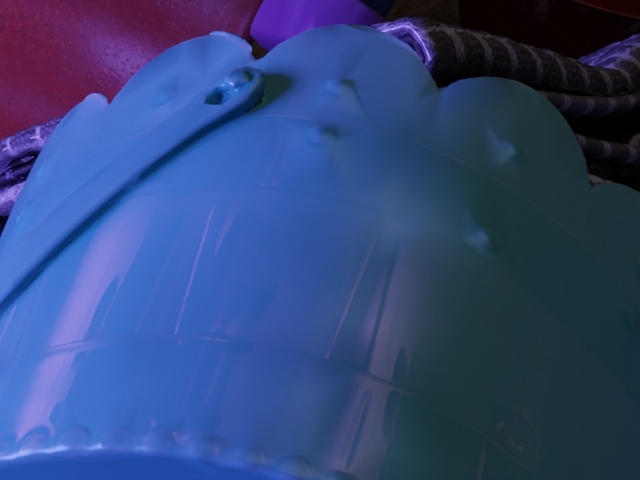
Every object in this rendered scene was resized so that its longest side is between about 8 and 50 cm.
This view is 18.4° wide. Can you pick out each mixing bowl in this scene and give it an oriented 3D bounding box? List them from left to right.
[{"bbox_3d":[0.173,-0.163,1.457,0.181,0.098,0.181,16,27,-8],"label":"mixing bowl"}]

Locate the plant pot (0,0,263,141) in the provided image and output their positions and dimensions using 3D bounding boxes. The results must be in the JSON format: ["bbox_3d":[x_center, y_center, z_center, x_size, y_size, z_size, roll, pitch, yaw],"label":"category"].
[{"bbox_3d":[-0.165,-0.140,1.023,0.265,0.272,0.272,26,26,-5],"label":"plant pot"}]

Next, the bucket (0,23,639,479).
[{"bbox_3d":[-0.010,0.092,0.648,0.281,0.281,0.183,21,41,1],"label":"bucket"}]

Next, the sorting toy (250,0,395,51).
[{"bbox_3d":[0.095,-0.086,1.051,0.127,0.126,0.365,27,-5,35],"label":"sorting toy"}]

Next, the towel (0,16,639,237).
[{"bbox_3d":[0.010,-0.009,0.833,0.235,0.283,0.121,7,69,-54],"label":"towel"}]
